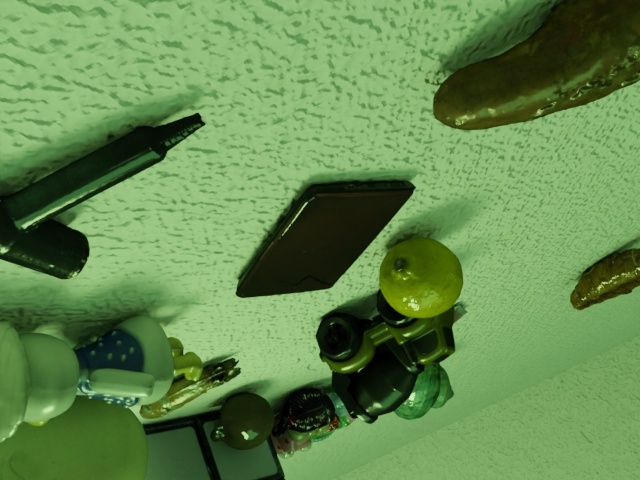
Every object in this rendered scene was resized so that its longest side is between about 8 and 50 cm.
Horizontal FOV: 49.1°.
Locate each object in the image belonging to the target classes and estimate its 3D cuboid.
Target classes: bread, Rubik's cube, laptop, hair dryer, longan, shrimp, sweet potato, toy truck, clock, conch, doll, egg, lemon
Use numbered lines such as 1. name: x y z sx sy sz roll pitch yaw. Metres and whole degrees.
1. bread: 0.613 0.070 1.449 0.105 0.076 0.233 11 147 -34
2. Rubik's cube: -0.255 0.524 1.294 0.316 0.313 0.318 0 145 -43
3. laptop: 0.000 0.000 0.808 0.154 0.026 0.207 -4 148 -34
4. hair dryer: -0.185 -0.052 0.510 0.195 0.050 0.173 -34 156 11
5. longan: -0.140 0.324 1.251 0.119 0.106 0.106 -15 155 -25
6. shrimp: -0.197 0.233 1.082 0.180 0.041 0.099 -31 156 13
7. sweet potato: 0.263 -0.181 0.593 0.354 0.095 0.106 -24 -176 -2
8. toy truck: 0.115 0.168 1.082 0.224 0.165 0.147 -33 154 18
9. clock: -0.013 0.367 1.463 0.194 0.100 0.195 -16 158 -27
10. conch: 0.218 0.316 1.544 0.188 0.122 0.176 10 115 -57
11. doll: -0.257 0.139 0.743 0.293 0.138 0.119 5 103 -52
12. egg: -0.342 0.286 0.842 0.269 0.219 0.219 -26 159 -27
13. lemon: 0.132 0.050 0.925 0.109 0.109 0.133 -31 149 14

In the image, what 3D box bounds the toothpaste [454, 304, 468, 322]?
1. toothpaste: 0.195 0.184 1.350 0.194 0.043 0.067 -35 151 11
